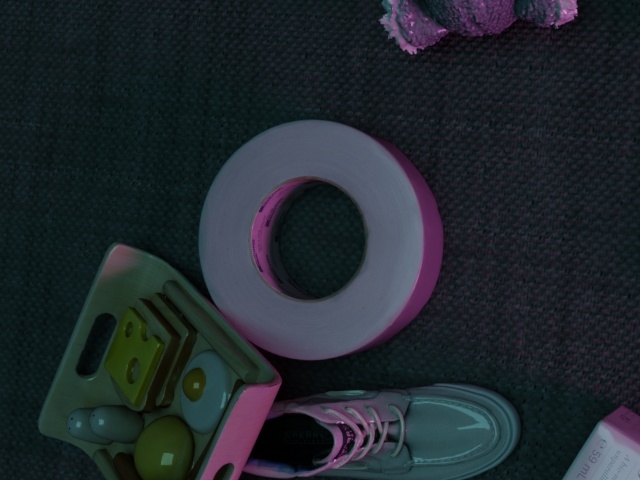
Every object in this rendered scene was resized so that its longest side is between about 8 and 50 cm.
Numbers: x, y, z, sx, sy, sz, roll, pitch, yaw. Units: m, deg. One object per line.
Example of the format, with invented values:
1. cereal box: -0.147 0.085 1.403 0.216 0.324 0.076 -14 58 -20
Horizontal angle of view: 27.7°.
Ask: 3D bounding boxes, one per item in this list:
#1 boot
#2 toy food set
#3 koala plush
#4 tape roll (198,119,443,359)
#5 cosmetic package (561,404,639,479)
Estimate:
1. boot: 0.041 0.179 1.153 0.258 0.123 0.095 -8 86 20
2. toy food set: -0.165 0.156 1.176 0.306 0.092 0.219 39 110 51
3. koala plush: 0.123 -0.277 1.116 0.196 0.203 0.221 -4 99 21
4. tape roll: 0.000 0.000 1.202 0.219 0.072 0.219 0 89 20
5. cosmetic package: 0.275 0.292 1.058 0.225 0.138 0.224 32 99 17
